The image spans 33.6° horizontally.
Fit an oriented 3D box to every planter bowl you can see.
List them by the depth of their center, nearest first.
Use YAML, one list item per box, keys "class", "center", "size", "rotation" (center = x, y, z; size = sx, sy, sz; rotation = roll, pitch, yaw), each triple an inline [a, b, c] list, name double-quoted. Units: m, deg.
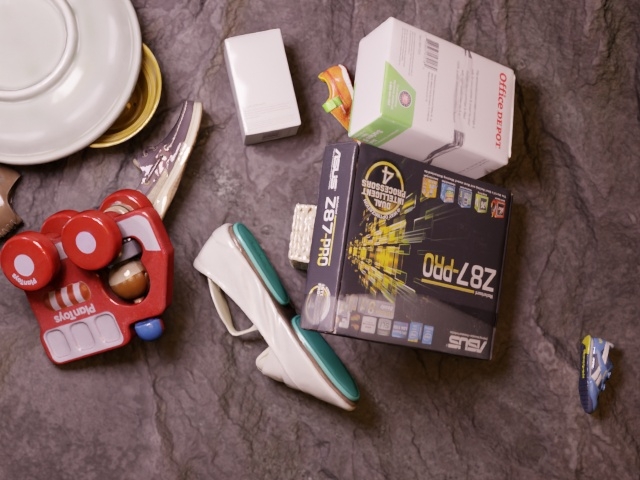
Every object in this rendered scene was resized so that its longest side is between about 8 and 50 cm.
- class: "planter bowl"
  center: [-0.382, -0.261, 1.896]
  size: [0.217, 0.090, 0.217]
  rotation: [-1, 80, 4]

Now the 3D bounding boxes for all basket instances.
- class: "basket"
  center: [0.000, 0.000, 1.882]
  size: [0.103, 0.167, 0.113]
  rotation: [7, 84, 2]

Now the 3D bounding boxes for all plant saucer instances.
- class: "plant saucer"
  center: [-0.513, -0.333, 1.822]
  size: [0.401, 0.100, 0.400]
  rotation: [-1, 82, 5]

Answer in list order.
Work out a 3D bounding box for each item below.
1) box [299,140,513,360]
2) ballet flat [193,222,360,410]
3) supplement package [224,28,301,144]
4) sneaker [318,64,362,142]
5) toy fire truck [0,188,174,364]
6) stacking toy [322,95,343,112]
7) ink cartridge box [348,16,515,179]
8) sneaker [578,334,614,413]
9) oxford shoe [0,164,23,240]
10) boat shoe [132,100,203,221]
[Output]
- class: "box"
  center: [0.157, 0.027, 1.830]
  size: [0.395, 0.097, 0.318]
  rotation: [15, 82, -39]
- class: "ballet flat"
  center: [-0.087, 0.155, 1.889]
  size: [0.139, 0.139, 0.400]
  rotation: [-35, 85, -7]
- class: "supplement package"
  center: [-0.107, -0.277, 1.924]
  size: [0.105, 0.105, 0.179]
  rotation: [-12, 87, -6]
- class: "sneaker"
  center: [0.048, -0.237, 1.966]
  size: [0.067, 0.064, 0.175]
  rotation: [-23, 80, 9]
- class: "toy fire truck"
  center: [-0.377, 0.067, 1.813]
  size: [0.302, 0.169, 0.253]
  rotation: [-17, 102, 21]
- class: "stacking toy"
  center: [0.121, -0.217, 1.921]
  size: [0.221, 0.052, 0.167]
  rotation: [-32, 91, -36]
- class: "ink cartridge box"
  center: [0.201, -0.245, 1.881]
  size: [0.273, 0.115, 0.198]
  rotation: [18, 67, -25]
- class: "sneaker"
  center: [0.513, 0.250, 1.963]
  size: [0.059, 0.053, 0.144]
  rotation: [7, 85, -7]
- class: "oxford shoe"
  center: [-0.578, -0.023, 1.869]
  size: [0.096, 0.083, 0.227]
  rotation: [13, 85, -9]
- class: "boat shoe"
  center: [-0.292, -0.126, 1.896]
  size: [0.092, 0.103, 0.285]
  rotation: [22, 89, -8]
